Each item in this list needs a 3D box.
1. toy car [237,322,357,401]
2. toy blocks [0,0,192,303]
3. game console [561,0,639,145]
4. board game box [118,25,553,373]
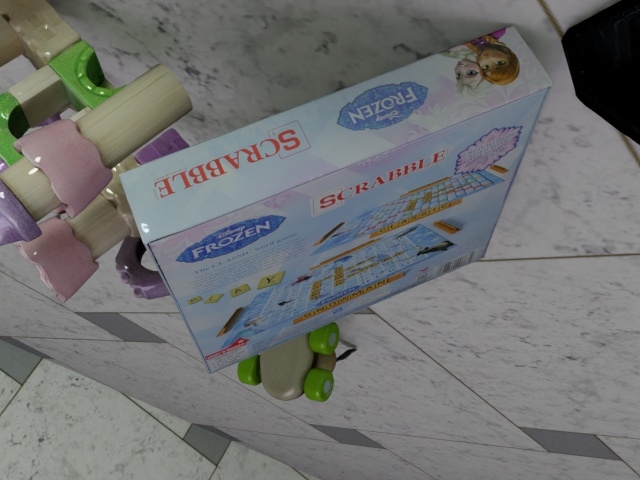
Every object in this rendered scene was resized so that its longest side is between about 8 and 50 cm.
[{"bbox_3d":[-0.019,0.180,1.379,0.155,0.148,0.188,8,-177,29],"label":"toy car"},{"bbox_3d":[-0.274,-0.057,0.713,0.288,0.260,0.309,45,163,16],"label":"toy blocks"},{"bbox_3d":[0.363,-0.081,0.603,0.361,0.044,0.213,29,155,-23],"label":"game console"},{"bbox_3d":[0.017,-0.014,0.733,0.319,0.066,0.318,-22,157,-10],"label":"board game box"}]
